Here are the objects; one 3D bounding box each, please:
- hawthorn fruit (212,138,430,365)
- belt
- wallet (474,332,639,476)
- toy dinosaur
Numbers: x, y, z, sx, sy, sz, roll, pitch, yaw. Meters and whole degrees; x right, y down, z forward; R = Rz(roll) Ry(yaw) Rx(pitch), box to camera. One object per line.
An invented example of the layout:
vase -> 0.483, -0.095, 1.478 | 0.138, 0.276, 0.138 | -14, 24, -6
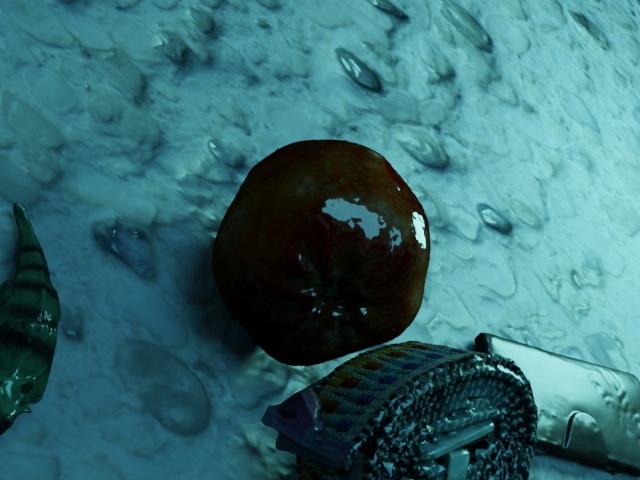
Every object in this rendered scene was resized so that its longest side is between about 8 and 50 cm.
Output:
hawthorn fruit -> 0.000, 0.000, 1.365 | 0.254, 0.254, 0.300 | 34, 15, -17
belt -> 0.093, 0.225, 1.290 | 0.295, 0.160, 0.207 | -21, 105, -37
wallet -> 0.347, 0.228, 1.619 | 0.309, 0.042, 0.165 | 19, 47, -30
toy dinosaur -> -0.294, 0.084, 1.141 | 0.079, 0.120, 0.292 | 16, 26, -19
